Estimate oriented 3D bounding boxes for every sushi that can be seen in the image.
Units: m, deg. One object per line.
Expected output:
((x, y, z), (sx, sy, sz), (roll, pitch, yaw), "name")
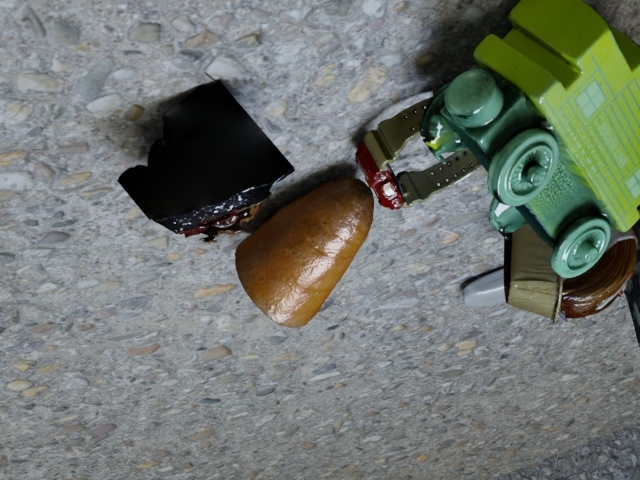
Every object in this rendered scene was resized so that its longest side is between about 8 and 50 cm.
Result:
((-0.140, -0.077, 1.334), (0.172, 0.153, 0.150), (-40, 170, -2), "sushi")

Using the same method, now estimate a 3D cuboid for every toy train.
((0.319, -0.132, 1.384), (0.272, 0.179, 0.442), (-46, 140, 3), "toy train")

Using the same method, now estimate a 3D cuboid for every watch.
((0.178, -0.143, 1.460), (0.268, 0.102, 0.165), (-33, 148, 13), "watch")

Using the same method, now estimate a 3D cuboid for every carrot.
((0.000, 0.000, 1.558), (0.225, 0.159, 0.159), (-42, 144, 25), "carrot")

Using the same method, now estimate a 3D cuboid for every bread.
((0.407, 0.022, 1.736), (0.211, 0.224, 0.142), (2, 153, 10), "bread")

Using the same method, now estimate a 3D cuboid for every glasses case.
((0.363, 0.079, 2.003), (0.197, 0.049, 0.076), (-20, 152, 5), "glasses case")

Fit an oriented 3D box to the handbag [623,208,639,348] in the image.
((0.623, 0.050, 1.799), (0.162, 0.327, 0.325), (-12, 153, -13), "handbag")
